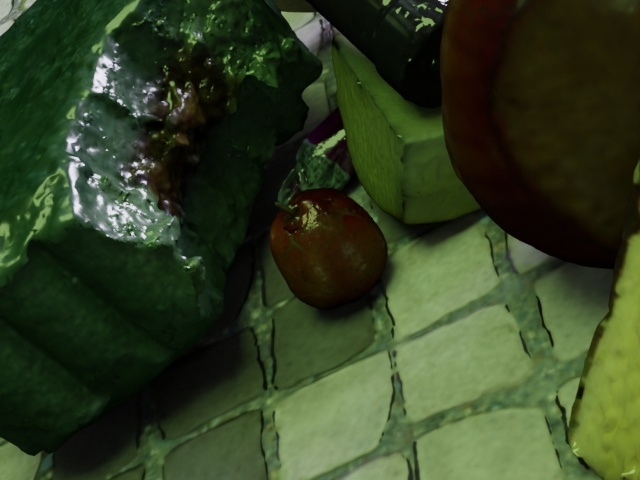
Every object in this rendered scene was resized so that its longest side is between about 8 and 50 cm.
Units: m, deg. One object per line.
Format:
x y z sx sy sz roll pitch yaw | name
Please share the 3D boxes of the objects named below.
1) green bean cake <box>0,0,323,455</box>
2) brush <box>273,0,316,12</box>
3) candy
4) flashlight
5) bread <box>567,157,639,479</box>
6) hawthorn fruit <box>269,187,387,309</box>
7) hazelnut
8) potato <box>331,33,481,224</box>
-0.139 -0.046 0.977 0.300 0.169 0.308 -42 30 10 | green bean cake
0.056 -0.222 1.062 0.266 0.174 0.166 -29 43 25 | brush
0.032 -0.082 1.009 0.175 0.045 0.043 -43 19 -10 | candy
0.017 -0.168 0.927 0.093 0.093 0.232 -37 50 -2 | flashlight
0.224 0.067 0.619 0.142 0.178 0.266 -14 29 -26 | bread
0.004 0.003 0.907 0.077 0.077 0.077 -23 36 18 | hawthorn fruit
0.172 -0.101 0.785 0.229 0.229 0.229 -23 36 18 | hazelnut
0.083 -0.078 0.947 0.120 0.081 0.149 -12 36 -13 | potato
